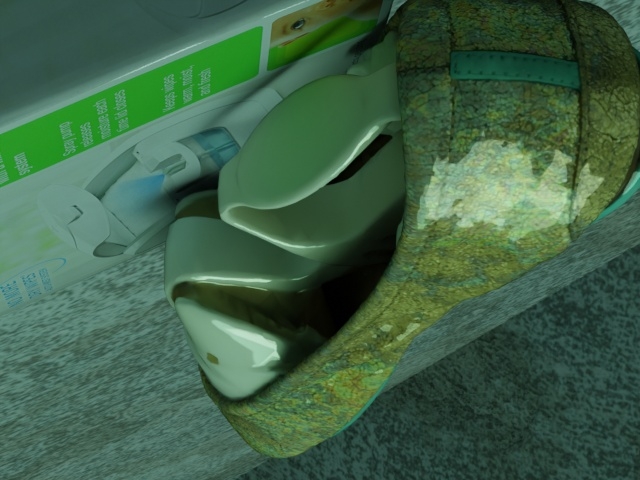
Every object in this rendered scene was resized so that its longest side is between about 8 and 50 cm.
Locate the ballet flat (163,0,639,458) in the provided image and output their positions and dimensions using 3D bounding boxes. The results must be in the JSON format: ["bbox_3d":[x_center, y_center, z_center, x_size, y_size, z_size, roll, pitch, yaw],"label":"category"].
[{"bbox_3d":[0.000,0.000,0.776,0.123,0.123,0.348,-16,166,-31],"label":"ballet flat"}]

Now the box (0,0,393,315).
[{"bbox_3d":[-0.107,-0.075,0.766,0.231,0.126,0.262,-24,169,-10],"label":"box"}]
